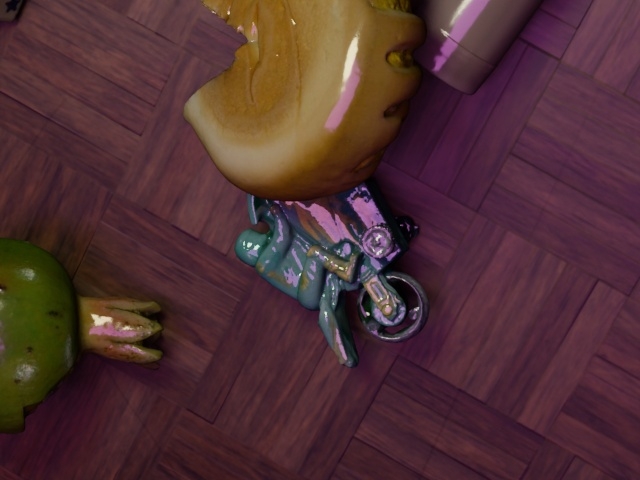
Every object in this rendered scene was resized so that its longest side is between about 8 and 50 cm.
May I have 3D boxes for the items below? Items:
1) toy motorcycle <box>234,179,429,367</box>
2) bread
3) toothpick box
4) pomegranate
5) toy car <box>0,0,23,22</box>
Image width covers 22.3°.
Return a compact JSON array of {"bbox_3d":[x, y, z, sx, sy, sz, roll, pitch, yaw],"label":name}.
[{"bbox_3d":[0.001,0.002,1.883,0.198,0.109,0.296,-31,86,15],"label":"toy motorcycle"},{"bbox_3d":[-0.007,-0.202,1.772,0.333,0.160,0.333,-11,73,41],"label":"bread"},{"bbox_3d":[0.177,-0.260,1.786,0.111,0.111,0.181,38,106,4],"label":"toothpick box"},{"bbox_3d":[-0.340,0.105,1.949,0.301,0.236,0.236,-7,100,-9],"label":"pomegranate"},{"bbox_3d":[-0.466,-0.349,1.810,0.226,0.336,0.242,31,106,5],"label":"toy car"}]
